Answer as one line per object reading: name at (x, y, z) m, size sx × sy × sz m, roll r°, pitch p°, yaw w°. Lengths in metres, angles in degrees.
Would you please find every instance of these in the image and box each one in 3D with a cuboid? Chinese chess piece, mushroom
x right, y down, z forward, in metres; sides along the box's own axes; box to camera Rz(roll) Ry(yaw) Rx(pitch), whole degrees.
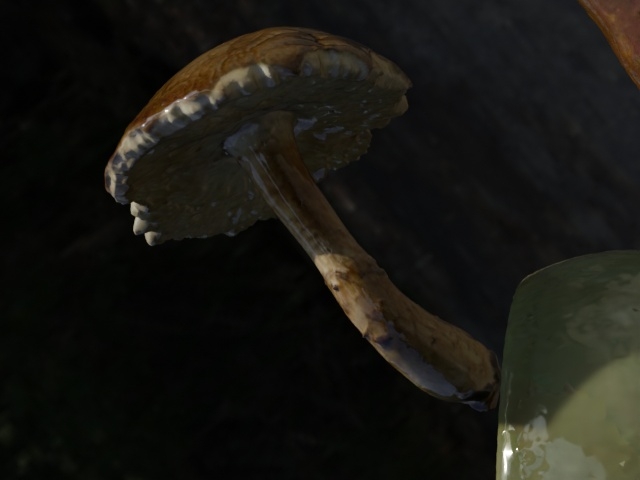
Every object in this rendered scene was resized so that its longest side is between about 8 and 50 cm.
Chinese chess piece at (0.128, 0.119, 0.779) m, size 0.238 × 0.092 × 0.238 m, roll -3°, pitch -90°, yaw -79°
mushroom at (0.009, -0.034, 1.366) m, size 0.302 × 0.208 × 0.233 m, roll 29°, pitch -170°, yaw 25°

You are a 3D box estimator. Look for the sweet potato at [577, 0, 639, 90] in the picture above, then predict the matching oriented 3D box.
sweet potato at (0.145, -0.133, 0.898) m, size 0.314 × 0.066 × 0.072 m, roll 52°, pitch -145°, yaw -2°
